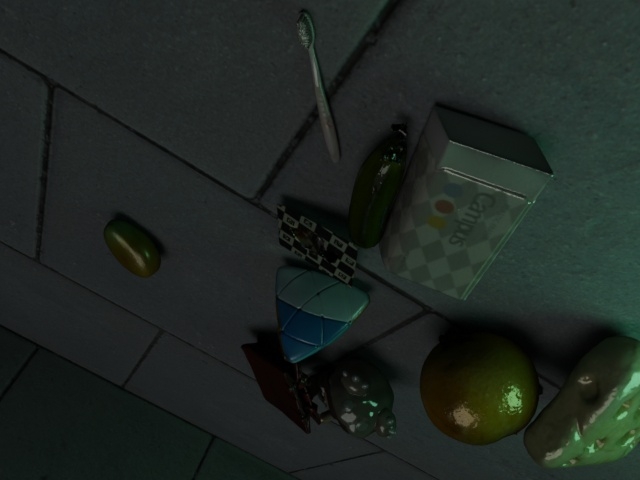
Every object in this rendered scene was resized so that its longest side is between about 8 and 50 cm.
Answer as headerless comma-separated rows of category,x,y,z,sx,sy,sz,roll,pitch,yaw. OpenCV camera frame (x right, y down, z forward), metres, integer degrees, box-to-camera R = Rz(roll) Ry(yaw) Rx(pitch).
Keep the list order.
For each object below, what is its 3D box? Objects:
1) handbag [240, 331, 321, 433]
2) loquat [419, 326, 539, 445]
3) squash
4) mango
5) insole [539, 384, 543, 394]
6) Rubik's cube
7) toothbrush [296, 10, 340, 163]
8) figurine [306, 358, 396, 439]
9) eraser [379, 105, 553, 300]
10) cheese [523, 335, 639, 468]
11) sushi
handbag,-0.122,0.440,1.754,0.275,0.084,0.260,17,131,54
loquat,0.363,0.336,1.338,0.274,0.275,0.275,16,144,12
squash,0.105,-0.091,1.067,0.087,0.087,0.331,21,145,5
mango,-0.527,0.020,1.576,0.130,0.092,0.195,0,134,33
insole,0.463,0.411,1.573,0.309,0.012,0.110,-10,131,40
Rubik's cube,0.024,0.188,1.436,0.254,0.254,0.254,16,144,12
toothbrush,0.000,-0.245,0.973,0.025,0.030,0.307,3,140,17
figurine,0.086,0.473,1.733,0.248,0.203,0.380,59,155,-7
eraser,0.242,-0.049,1.042,0.213,0.082,0.397,20,145,4
cheese,0.659,0.364,1.266,0.328,0.130,0.351,11,118,-32
sushi,0.000,0.000,1.274,0.210,0.040,0.193,30,152,15
